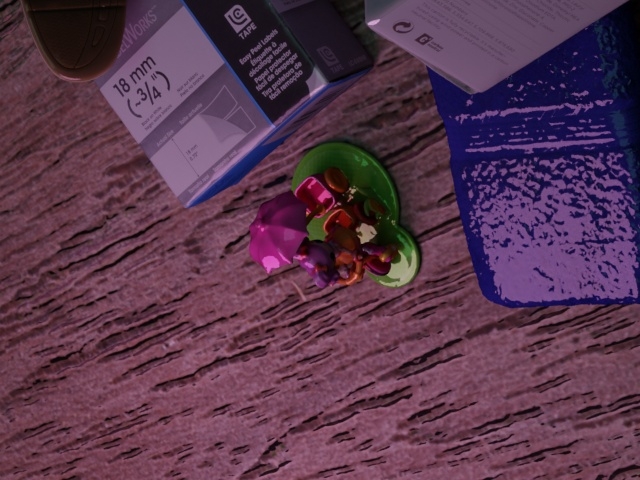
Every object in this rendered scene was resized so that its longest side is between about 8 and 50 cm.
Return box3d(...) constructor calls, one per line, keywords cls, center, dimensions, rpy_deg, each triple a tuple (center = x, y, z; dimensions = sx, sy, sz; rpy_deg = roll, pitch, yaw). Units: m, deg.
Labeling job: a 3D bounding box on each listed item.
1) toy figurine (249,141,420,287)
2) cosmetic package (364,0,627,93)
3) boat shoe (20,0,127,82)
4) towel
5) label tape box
box3d(cls="toy figurine", center=(0.000, 0.000, 1.835), dimensions=(0.173, 0.159, 0.130), rpy_deg=(51, 126, 6))
box3d(cls="cosmetic package", center=(0.216, -0.318, 1.526), dimensions=(0.385, 0.156, 0.217), rpy_deg=(-28, 49, 37))
box3d(cls="boat shoe", center=(-0.263, -0.300, 1.849), dimensions=(0.098, 0.109, 0.302), rpy_deg=(131, 125, -77))
box3d(cls="towel", center=(0.221, -0.091, 1.720), dimensions=(0.227, 0.076, 0.308), rpy_deg=(-2, 106, 41))
box3d(cls="label tape box", center=(-0.138, -0.237, 1.871), dimensions=(0.240, 0.106, 0.334), rpy_deg=(-39, 85, 36))
